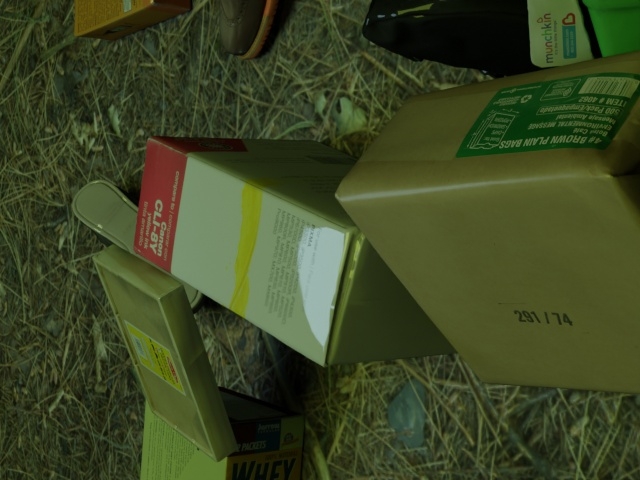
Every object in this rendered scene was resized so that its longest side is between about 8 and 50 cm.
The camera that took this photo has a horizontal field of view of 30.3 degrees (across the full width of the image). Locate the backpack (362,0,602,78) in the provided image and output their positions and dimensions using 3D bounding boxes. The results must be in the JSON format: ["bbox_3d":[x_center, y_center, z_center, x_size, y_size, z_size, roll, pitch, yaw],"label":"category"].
[{"bbox_3d":[0.204,-0.368,1.189,0.273,0.290,0.355,-20,65,55],"label":"backpack"}]

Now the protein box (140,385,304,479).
[{"bbox_3d":[-0.143,0.326,1.672,0.201,0.136,0.199,10,97,48],"label":"protein box"}]

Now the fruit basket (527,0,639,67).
[{"bbox_3d":[0.328,-0.319,0.988,0.327,0.165,0.353,-5,119,11],"label":"fruit basket"}]

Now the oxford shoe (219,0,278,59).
[{"bbox_3d":[-0.134,-0.409,1.603,0.130,0.133,0.363,-128,31,-47],"label":"oxford shoe"}]

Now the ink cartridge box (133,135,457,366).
[{"bbox_3d":[0.000,0.000,1.402,0.385,0.279,0.160,26,110,45],"label":"ink cartridge box"}]

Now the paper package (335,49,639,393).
[{"bbox_3d":[0.232,-0.004,1.114,0.325,0.309,0.168,-2,47,48],"label":"paper package"}]

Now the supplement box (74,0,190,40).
[{"bbox_3d":[-0.305,-0.380,1.890,0.233,0.078,0.080,-10,83,47],"label":"supplement box"}]

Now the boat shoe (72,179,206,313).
[{"bbox_3d":[-0.268,0.018,1.860,0.112,0.095,0.335,-45,54,-5],"label":"boat shoe"}]

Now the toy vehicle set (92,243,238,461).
[{"bbox_3d":[-0.197,0.144,1.506,0.166,0.035,0.266,26,139,46],"label":"toy vehicle set"}]
